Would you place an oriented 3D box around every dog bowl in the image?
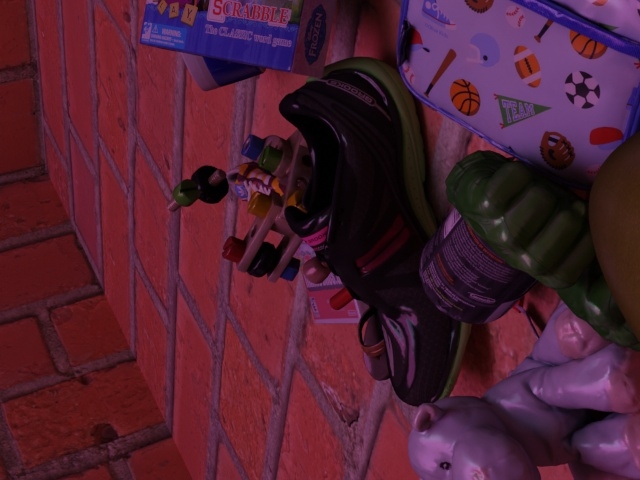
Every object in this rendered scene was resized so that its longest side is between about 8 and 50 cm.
[{"bbox_3d":[-0.171,-0.377,1.838,0.265,0.104,0.265,-15,-90,-84],"label":"dog bowl"}]

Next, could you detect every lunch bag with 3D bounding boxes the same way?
[{"bbox_3d":[0.202,-0.205,1.112,0.303,0.115,0.243,34,139,28],"label":"lunch bag"}]

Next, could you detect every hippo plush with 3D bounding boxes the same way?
[{"bbox_3d":[0.215,0.189,1.286,0.294,0.236,0.234,49,147,46],"label":"hippo plush"}]

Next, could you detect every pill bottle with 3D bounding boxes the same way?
[{"bbox_3d":[0.208,-0.008,1.309,0.130,0.130,0.246,66,157,19],"label":"pill bottle"}]

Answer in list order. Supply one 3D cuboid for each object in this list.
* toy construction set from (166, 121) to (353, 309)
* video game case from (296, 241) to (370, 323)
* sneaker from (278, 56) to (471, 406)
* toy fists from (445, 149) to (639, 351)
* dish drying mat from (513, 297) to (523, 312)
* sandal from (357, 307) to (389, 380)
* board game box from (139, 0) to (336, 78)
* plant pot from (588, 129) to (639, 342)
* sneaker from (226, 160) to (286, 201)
[{"bbox_3d":[-0.006,-0.064,1.703,0.309,0.257,0.237,45,135,-6],"label":"toy construction set"},{"bbox_3d":[0.000,0.000,1.942,0.204,0.025,0.285,-11,95,68],"label":"video game case"},{"bbox_3d":[0.059,0.001,1.568,0.185,0.202,0.483,-21,86,68],"label":"sneaker"},{"bbox_3d":[0.245,0.013,1.124,0.279,0.096,0.142,37,-169,-25],"label":"toy fists"},{"bbox_3d":[0.228,0.057,1.467,0.083,0.008,0.032,48,146,47],"label":"dish drying mat"},{"bbox_3d":[0.091,0.140,1.777,0.090,0.060,0.219,62,155,27],"label":"sandal"},{"bbox_3d":[-0.100,-0.399,1.573,0.318,0.066,0.318,17,99,41],"label":"board game box"},{"bbox_3d":[0.327,-0.004,0.909,0.293,0.274,0.275,-132,30,-75],"label":"plant pot"},{"bbox_3d":[-0.096,-0.084,1.964,0.185,0.083,0.070,35,136,58],"label":"sneaker"}]
